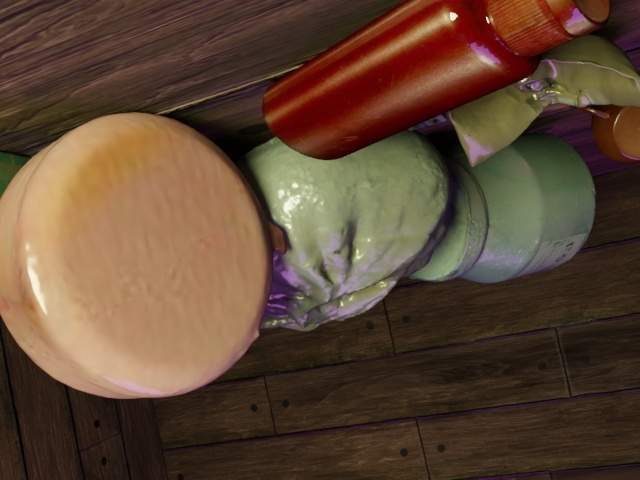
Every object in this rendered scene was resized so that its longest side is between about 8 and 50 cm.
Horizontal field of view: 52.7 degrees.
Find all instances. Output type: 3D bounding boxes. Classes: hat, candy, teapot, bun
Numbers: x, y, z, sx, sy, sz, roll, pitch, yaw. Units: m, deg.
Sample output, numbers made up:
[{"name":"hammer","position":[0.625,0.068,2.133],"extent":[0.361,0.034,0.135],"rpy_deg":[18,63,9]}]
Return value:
[{"name":"hat","position":[0.209,-0.163,0.599],"extent":[0.166,0.144,0.173],"rpy_deg":[-16,-141,33]},{"name":"candy","position":[-0.147,0.013,0.567],"extent":[0.094,0.256,0.255],"rpy_deg":[-15,175,41]},{"name":"teapot","position":[0.426,-0.168,0.904],"extent":[0.173,0.116,0.116],"rpy_deg":[15,173,-6]},{"name":"bun","position":[0.000,0.002,0.807],"extent":[0.354,0.194,0.354],"rpy_deg":[-19,160,-7]}]

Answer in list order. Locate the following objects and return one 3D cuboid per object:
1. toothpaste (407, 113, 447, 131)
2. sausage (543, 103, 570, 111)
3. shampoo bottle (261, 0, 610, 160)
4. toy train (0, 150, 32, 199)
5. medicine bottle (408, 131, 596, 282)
[{"name":"toothpaste","position":[0.088,-0.139,0.638],"extent":[0.046,0.034,0.164],"rpy_deg":[-13,177,20]},{"name":"sausage","position":[0.263,-0.172,0.820],"extent":[0.132,0.024,0.024],"rpy_deg":[-10,176,-24]},{"name":"shampoo bottle","position":[0.071,-0.127,0.467],"extent":[0.102,0.065,0.260],"rpy_deg":[17,158,-37]},{"name":"toy train","position":[-0.296,-0.028,0.578],"extent":[0.072,0.099,0.188],"rpy_deg":[-16,175,13]},{"name":"medicine bottle","position":[0.261,-0.051,1.049],"extent":[0.289,0.245,0.245],"rpy_deg":[-7,175,-36]}]
